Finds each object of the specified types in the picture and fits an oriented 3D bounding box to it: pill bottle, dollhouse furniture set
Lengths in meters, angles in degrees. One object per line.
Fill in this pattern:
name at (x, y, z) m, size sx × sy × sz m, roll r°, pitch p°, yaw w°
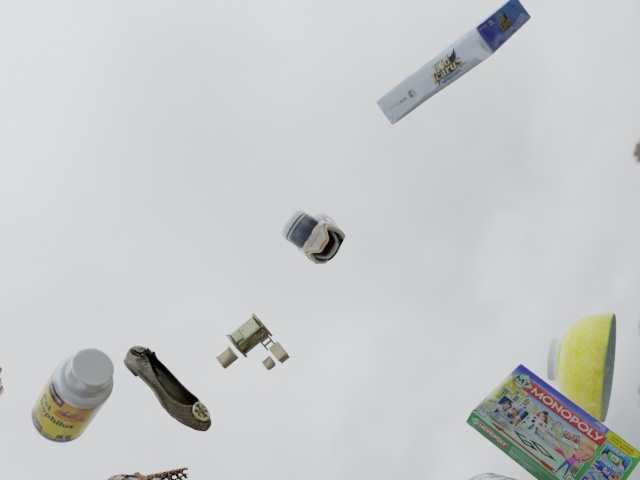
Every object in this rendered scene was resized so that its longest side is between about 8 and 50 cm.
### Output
pill bottle at (-0.480, 0.300, 1.551) m, size 0.117 × 0.117 × 0.215 m, roll -29°, pitch -16°, yaw -50°
dollhouse furniture set at (-0.217, 0.346, 2.418) m, size 0.182 × 0.161 × 0.101 m, roll -40°, pitch -30°, yaw -6°

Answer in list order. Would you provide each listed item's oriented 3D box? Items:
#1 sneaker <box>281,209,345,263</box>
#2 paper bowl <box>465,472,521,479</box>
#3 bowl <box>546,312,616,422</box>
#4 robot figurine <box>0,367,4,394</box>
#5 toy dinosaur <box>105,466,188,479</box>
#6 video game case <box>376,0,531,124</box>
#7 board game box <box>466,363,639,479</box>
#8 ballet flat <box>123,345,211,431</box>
sneaker at (0.000, 0.000, 2.144) m, size 0.126 × 0.127 × 0.321 m, roll -58°, pitch -14°, yaw 7°
paper bowl at (0.315, 0.545, 1.323) m, size 0.284 × 0.148 × 0.285 m, roll 1°, pitch -92°, yaw -39°
bowl at (0.697, 0.330, 2.127) m, size 0.289 × 0.155 × 0.290 m, roll 5°, pitch -90°, yaw -65°
robot figurine at (-0.660, 0.355, 1.428) m, size 0.211 × 0.085 × 0.291 m, roll 124°, pitch 164°, yaw -59°
toy dinosaur at (-0.332, 0.466, 1.391) m, size 0.322 × 0.218 × 0.165 m, roll -49°, pitch -39°, yaw -50°
video game case at (0.257, -0.348, 1.518) m, size 0.061 × 0.244 × 0.269 m, roll 52°, pitch -141°, yaw -5°
board game box at (0.497, 0.420, 1.683) m, size 0.213 × 0.317 × 0.046 m, roll -31°, pitch -33°, yaw -41°
ballet flat at (-0.322, 0.311, 1.697) m, size 0.058 × 0.250 × 0.084 m, roll -54°, pitch -18°, yaw 13°
